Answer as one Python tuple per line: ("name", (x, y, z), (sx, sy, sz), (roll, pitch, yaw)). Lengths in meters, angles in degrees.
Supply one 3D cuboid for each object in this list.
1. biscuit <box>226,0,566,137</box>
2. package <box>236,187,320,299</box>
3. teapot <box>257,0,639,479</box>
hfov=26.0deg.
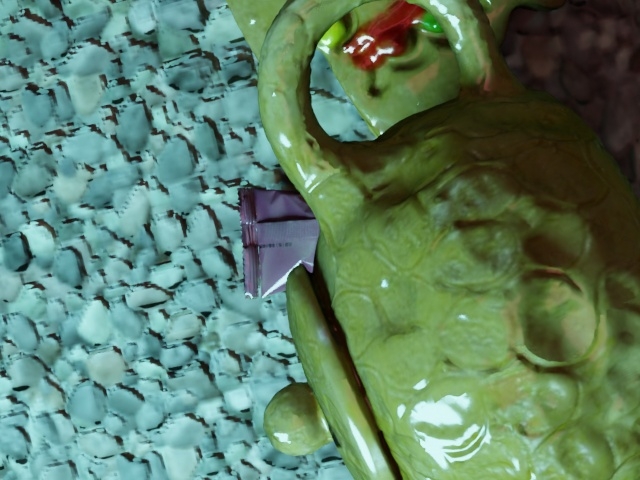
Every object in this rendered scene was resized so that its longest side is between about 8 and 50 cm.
("biscuit", (0.008, -0.163, 0.661), (0.238, 0.041, 0.212), (18, 101, 8))
("package", (0.000, 0.000, 0.686), (0.083, 0.029, 0.059), (-2, 90, 12))
("teapot", (0.049, 0.038, 0.579), (0.167, 0.203, 0.311), (-22, 107, -2))
